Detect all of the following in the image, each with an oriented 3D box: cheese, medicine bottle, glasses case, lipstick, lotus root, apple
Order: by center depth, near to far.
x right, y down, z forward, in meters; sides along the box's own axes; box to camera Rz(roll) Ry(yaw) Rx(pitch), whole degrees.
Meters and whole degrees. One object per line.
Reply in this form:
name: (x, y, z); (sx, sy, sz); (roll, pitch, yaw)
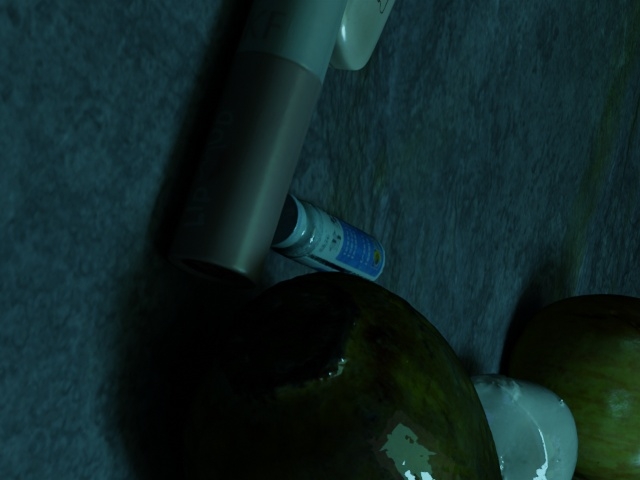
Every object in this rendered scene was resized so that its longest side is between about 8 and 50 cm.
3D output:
lipstick: (-0.042, -0.094, 0.996); (0.070, 0.070, 0.254); (44, 60, -60)
lotus root: (0.022, 0.178, 1.047); (0.250, 0.250, 0.346); (-60, 146, -36)
glasses case: (0.037, -0.233, 1.135); (0.083, 0.050, 0.196); (63, 44, -55)
medicine bottle: (0.000, 0.000, 1.141); (0.191, 0.051, 0.051); (28, 74, -64)
cheese: (0.220, 0.249, 1.572); (0.189, 0.154, 0.198); (-4, 102, -70)
apple: (0.367, 0.193, 1.780); (0.264, 0.264, 0.264); (-34, 129, -57)
